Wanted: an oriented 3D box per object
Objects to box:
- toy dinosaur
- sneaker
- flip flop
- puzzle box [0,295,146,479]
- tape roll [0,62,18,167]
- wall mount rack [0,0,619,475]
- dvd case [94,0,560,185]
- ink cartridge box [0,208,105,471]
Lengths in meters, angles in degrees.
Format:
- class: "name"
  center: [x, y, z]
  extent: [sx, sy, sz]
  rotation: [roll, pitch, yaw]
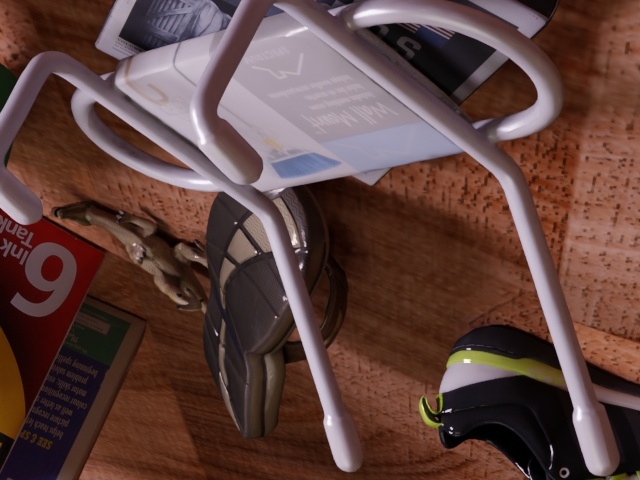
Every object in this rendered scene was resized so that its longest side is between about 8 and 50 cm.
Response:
- class: "toy dinosaur"
  center: [-0.107, 0.020, 1.228]
  extent: [0.183, 0.053, 0.092]
  rotation: [43, 166, -24]
- class: "sneaker"
  center: [0.179, 0.143, 1.146]
  extent: [0.234, 0.097, 0.084]
  rotation: [22, 157, 2]
- class: "flip flop"
  center: [-0.024, 0.044, 1.132]
  extent: [0.080, 0.112, 0.277]
  rotation: [-14, 149, -15]
- class: "puzzle box"
  center: [-0.379, 0.111, 1.375]
  extent: [0.409, 0.272, 0.052]
  rotation: [23, 157, 1]
- class: "tape roll"
  center: [-0.347, -0.098, 1.039]
  extent: [0.321, 0.077, 0.321]
  rotation: [14, 169, 3]
- class: "wall mount rack"
  center: [0.000, 0.000, 0.887]
  extent: [0.304, 0.130, 0.350]
  rotation: [36, 154, -30]
- class: "dvd case"
  center: [-0.007, -0.113, 0.852]
  extent: [0.179, 0.030, 0.238]
  rotation: [26, 157, -9]
- class: "ink cartridge box"
  center: [-0.362, 0.063, 1.253]
  extent: [0.309, 0.272, 0.130]
  rotation: [30, 156, -16]
